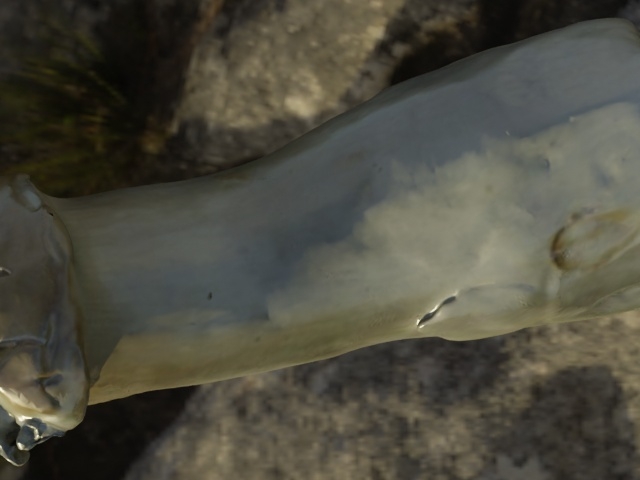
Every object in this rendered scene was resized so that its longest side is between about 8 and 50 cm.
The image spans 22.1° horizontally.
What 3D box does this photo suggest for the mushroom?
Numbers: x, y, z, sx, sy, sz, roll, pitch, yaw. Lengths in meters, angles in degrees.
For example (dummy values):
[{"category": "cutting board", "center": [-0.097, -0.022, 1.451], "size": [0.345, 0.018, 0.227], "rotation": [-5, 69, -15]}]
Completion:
[{"category": "mushroom", "center": [-0.001, 0.000, 0.454], "size": [0.223, 0.092, 0.081], "rotation": [-13, 89, -2]}]
